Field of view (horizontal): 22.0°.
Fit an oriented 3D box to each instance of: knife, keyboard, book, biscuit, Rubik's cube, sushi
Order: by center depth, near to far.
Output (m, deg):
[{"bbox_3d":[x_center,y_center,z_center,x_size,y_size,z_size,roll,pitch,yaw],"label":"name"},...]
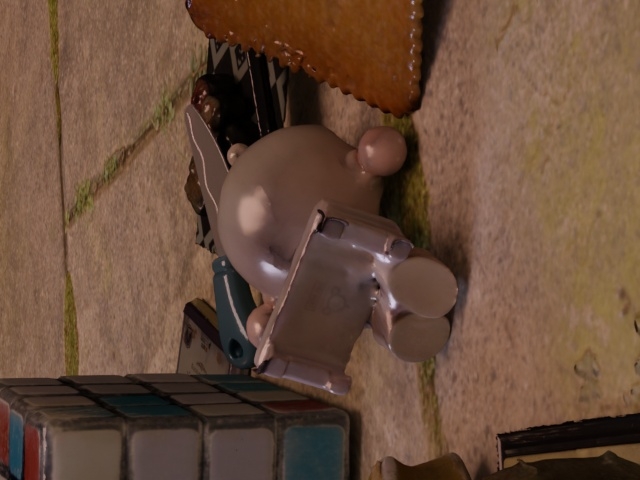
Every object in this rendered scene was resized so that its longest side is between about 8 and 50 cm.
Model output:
[{"bbox_3d":[-0.018,-0.219,1.199,0.232,0.013,0.237,27,136,30],"label":"biscuit"},{"bbox_3d":[-0.137,0.249,1.363,0.256,0.259,0.253,-173,86,-66],"label":"Rubik's cube"},{"bbox_3d":[-0.044,-0.087,1.392,0.101,0.018,0.309,85,176,-79],"label":"keyboard"},{"bbox_3d":[-0.083,-0.006,1.476,0.058,0.032,0.244,-10,90,54],"label":"knife"},{"bbox_3d":[-0.098,-0.091,1.548,0.219,0.047,0.231,-156,69,-65],"label":"sushi"},{"bbox_3d":[-0.115,0.188,1.611,0.157,0.026,0.231,-145,59,-63],"label":"book"}]

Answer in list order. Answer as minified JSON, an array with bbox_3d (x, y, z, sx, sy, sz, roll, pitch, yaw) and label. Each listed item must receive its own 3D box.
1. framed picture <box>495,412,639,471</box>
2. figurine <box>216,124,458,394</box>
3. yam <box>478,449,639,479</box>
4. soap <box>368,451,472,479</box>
[{"bbox_3d":[0.156,0.206,0.987,0.199,0.010,0.195,155,114,-65],"label":"framed picture"},{"bbox_3d":[-0.010,0.003,1.226,0.256,0.145,0.182,-129,39,-61],"label":"figurine"},{"bbox_3d":[0.164,0.237,0.698,0.348,0.241,0.241,-138,53,-64],"label":"yam"},{"bbox_3d":[0.082,0.287,1.041,0.274,0.089,0.173,-113,28,-49],"label":"soap"}]
